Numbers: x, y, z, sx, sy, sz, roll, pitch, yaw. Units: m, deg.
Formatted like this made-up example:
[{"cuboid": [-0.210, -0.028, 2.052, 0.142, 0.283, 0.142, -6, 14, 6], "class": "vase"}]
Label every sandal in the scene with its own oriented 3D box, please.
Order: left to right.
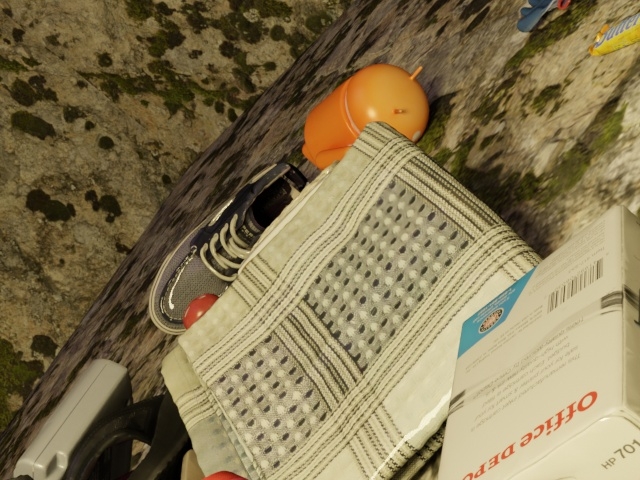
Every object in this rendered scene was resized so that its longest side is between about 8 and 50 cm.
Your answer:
[{"cuboid": [-0.194, 0.238, 1.184, 0.446, 0.107, 0.167, -65, -13, -63], "class": "sandal"}]

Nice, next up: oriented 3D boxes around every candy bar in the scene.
[{"cuboid": [0.310, -0.207, 1.047, 0.040, 0.018, 0.161, -54, 14, -17], "class": "candy bar"}]

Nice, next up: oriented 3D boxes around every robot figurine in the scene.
[{"cuboid": [0.062, -0.159, 1.514, 0.158, 0.128, 0.219, -10, -14, -35], "class": "robot figurine"}]

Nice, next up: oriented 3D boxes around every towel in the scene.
[{"cuboid": [0.009, 0.076, 0.896, 0.324, 0.056, 0.312, -49, 39, 7], "class": "towel"}]

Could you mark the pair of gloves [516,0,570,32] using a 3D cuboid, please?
[{"cuboid": [0.320, -0.333, 1.362, 0.198, 0.023, 0.159, -49, 11, 3], "class": "pair of gloves"}]

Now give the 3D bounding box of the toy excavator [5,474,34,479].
[{"cuboid": [-0.380, 0.422, 0.794, 0.433, 0.222, 0.445, -46, -13, 36], "class": "toy excavator"}]

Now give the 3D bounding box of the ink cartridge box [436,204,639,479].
[{"cuboid": [0.144, 0.088, 0.628, 0.139, 0.082, 0.191, -43, 16, 32], "class": "ink cartridge box"}]

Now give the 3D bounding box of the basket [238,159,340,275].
[{"cuboid": [0.000, 0.000, 1.304, 0.167, 0.113, 0.103, -45, 12, 20], "class": "basket"}]

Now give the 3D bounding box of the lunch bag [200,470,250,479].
[{"cuboid": [-0.071, 0.285, 0.564, 0.293, 0.120, 0.258, -56, -27, -22], "class": "lunch bag"}]

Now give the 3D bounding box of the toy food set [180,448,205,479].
[{"cuboid": [-0.019, 0.140, 1.012, 0.306, 0.092, 0.220, -49, 13, 8], "class": "toy food set"}]

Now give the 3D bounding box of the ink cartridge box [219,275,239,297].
[{"cuboid": [-0.104, 0.106, 1.462, 0.104, 0.061, 0.181, -49, 11, 6], "class": "ink cartridge box"}]

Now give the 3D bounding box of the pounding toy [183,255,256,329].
[{"cuboid": [-0.066, 0.065, 1.161, 0.183, 0.110, 0.237, -36, -16, -33], "class": "pounding toy"}]

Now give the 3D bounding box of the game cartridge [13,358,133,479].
[{"cuboid": [-0.275, 0.283, 1.250, 0.196, 0.060, 0.294, -54, -20, -51], "class": "game cartridge"}]

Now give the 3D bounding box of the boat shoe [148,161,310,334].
[{"cuboid": [-0.142, 0.007, 1.726, 0.340, 0.127, 0.158, -51, 5, -7], "class": "boat shoe"}]
